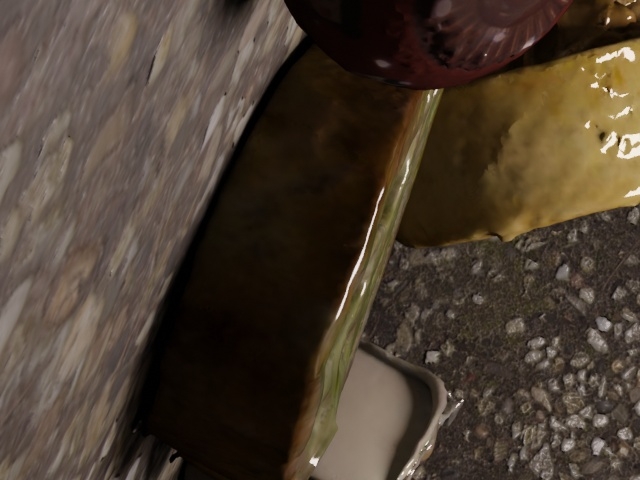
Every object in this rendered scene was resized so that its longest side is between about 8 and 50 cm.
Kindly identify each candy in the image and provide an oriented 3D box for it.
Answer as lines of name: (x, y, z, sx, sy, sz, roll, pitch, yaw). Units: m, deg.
candy: (-0.001, 0.171, 1.197, 0.185, 0.195, 0.137, -57, 168, -43)

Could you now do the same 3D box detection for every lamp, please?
lamp: (0.048, -0.147, 0.622, 0.157, 0.135, 0.156, -41, 142, -2)

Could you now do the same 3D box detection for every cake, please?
cake: (0.181, -0.179, 1.308, 0.332, 0.332, 0.321, -39, 115, -80)

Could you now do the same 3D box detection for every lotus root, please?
lotus root: (0.000, 0.000, 0.943, 0.390, 0.111, 0.375, 33, 76, -84)
